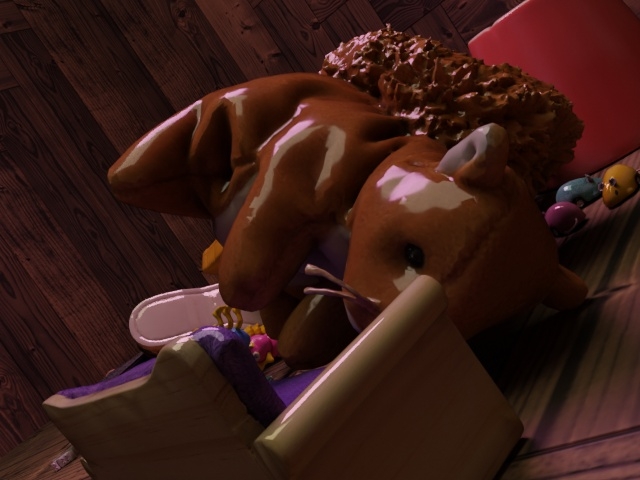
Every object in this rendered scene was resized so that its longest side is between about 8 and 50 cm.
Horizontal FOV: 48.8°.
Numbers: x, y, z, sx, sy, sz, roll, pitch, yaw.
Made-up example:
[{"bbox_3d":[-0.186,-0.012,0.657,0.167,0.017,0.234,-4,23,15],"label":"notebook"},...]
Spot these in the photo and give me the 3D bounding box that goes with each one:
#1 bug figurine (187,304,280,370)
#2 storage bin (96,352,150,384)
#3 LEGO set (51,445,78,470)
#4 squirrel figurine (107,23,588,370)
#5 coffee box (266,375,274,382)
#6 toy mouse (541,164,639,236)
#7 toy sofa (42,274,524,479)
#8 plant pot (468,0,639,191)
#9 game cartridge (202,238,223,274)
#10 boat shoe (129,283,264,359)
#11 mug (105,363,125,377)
[{"bbox_3d":[-0.140,0.171,0.959,0.216,0.072,0.279,-9,-25,-43],"label":"bug figurine"},{"bbox_3d":[-0.289,0.259,1.099,0.084,0.122,0.180,-32,5,16],"label":"storage bin"},{"bbox_3d":[-0.466,0.369,1.421,0.227,0.087,0.093,-35,4,-6],"label":"LEGO set"},{"bbox_3d":[0.074,-0.060,0.650,0.397,0.281,0.370,-46,29,-20],"label":"squirrel figurine"},{"bbox_3d":[-0.135,0.229,0.847,0.184,0.040,0.113,-30,5,39],"label":"coffee box"},{"bbox_3d":[0.287,-0.044,0.801,0.161,0.031,0.143,-37,5,-32],"label":"toy mouse"},{"bbox_3d":[-0.057,0.128,0.514,0.150,0.177,0.362,-38,5,-36],"label":"toy sofa"},{"bbox_3d":[0.362,-0.242,1.032,0.275,0.243,0.275,-34,4,3],"label":"plant pot"},{"bbox_3d":[0.000,0.000,1.078,0.285,0.052,0.324,8,-21,-25],"label":"game cartridge"},{"bbox_3d":[-0.129,0.125,1.115,0.324,0.116,0.096,-10,-31,-10],"label":"boat shoe"},{"bbox_3d":[-0.336,0.261,1.396,0.150,0.113,0.169,9,25,31],"label":"mug"}]
